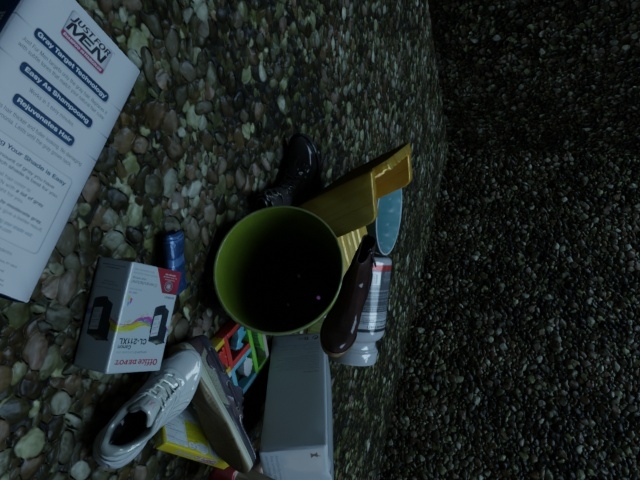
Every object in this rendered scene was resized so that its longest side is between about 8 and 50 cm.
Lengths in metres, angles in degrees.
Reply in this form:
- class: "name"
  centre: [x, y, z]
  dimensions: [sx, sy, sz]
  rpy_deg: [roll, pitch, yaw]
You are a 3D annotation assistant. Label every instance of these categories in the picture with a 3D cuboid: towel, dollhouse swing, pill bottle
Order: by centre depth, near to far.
- class: "towel"
  centre: [-0.271, 0.042, 0.913]
  dimensions: [0.067, 0.029, 0.119]
  rpy_deg: [-87, 179, -78]
- class: "dollhouse swing"
  centre: [0.145, -0.045, 1.349]
  dimensions: [0.305, 0.315, 0.347]
  rpy_deg: [62, 32, -8]
- class: "pill bottle"
  centre: [0.122, 0.225, 1.670]
  dimensions: [0.210, 0.210, 0.363]
  rpy_deg: [-2, 99, -66]

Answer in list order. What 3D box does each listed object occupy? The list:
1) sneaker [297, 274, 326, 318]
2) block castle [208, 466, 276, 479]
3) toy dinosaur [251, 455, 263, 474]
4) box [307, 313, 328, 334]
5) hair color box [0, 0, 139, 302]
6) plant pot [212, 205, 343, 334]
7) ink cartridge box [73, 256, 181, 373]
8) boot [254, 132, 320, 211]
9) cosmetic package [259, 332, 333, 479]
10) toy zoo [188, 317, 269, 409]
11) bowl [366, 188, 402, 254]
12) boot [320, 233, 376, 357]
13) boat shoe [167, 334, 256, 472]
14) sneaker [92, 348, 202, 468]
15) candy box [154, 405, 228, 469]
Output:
- class: "sneaker"
  centre: [-0.035, 0.148, 1.421]
  dimensions: [0.252, 0.103, 0.111]
  rpy_deg: [58, 46, -56]
- class: "block castle"
  centre: [-0.255, 0.667, 0.935]
  dimensions: [0.453, 0.212, 0.303]
  rpy_deg: [-41, 137, -54]
- class: "toy dinosaur"
  centre: [-0.123, 0.630, 1.343]
  dimensions: [0.295, 0.127, 0.200]
  rpy_deg: [31, 60, -52]
- class: "box"
  centre: [0.011, 0.225, 1.572]
  dimensions: [0.058, 0.087, 0.232]
  rpy_deg: [-9, 103, -68]
- class: "hair color box"
  centre: [-0.367, -0.122, 0.574]
  dimensions: [0.174, 0.105, 0.347]
  rpy_deg: [53, 49, -59]
- class: "plant pot"
  centre: [-0.071, 0.097, 1.142]
  dimensions: [0.293, 0.274, 0.275]
  rpy_deg: [66, 36, -72]
- class: "ink cartridge box"
  centre: [-0.313, 0.126, 0.810]
  dimensions: [0.127, 0.072, 0.175]
  rpy_deg: [28, 70, -66]
- class: "boot"
  centre: [-0.088, -0.129, 1.235]
  dimensions: [0.229, 0.091, 0.263]
  rpy_deg: [-34, 129, -61]
- class: "cosmetic package"
  centre: [-0.049, 0.437, 1.233]
  dimensions: [0.385, 0.156, 0.217]
  rpy_deg: [-88, 172, -63]
- class: "toy zoo"
  centre: [-0.213, 0.294, 1.140]
  dimensions: [0.293, 0.030, 0.192]
  rpy_deg: [-48, 138, -53]
- class: "bowl"
  centre: [0.175, -0.110, 1.754]
  dimensions: [0.311, 0.163, 0.312]
  rpy_deg: [7, 90, -67]
- class: "boot"
  centre: [0.067, 0.126, 1.150]
  dimensions: [0.248, 0.090, 0.207]
  rpy_deg: [-62, 164, -47]
- class: "boat shoe"
  centre: [-0.196, 0.318, 0.971]
  dimensions: [0.092, 0.103, 0.285]
  rpy_deg: [-30, 90, -47]
- class: "sneaker"
  centre: [-0.277, 0.276, 0.824]
  dimensions: [0.232, 0.090, 0.115]
  rpy_deg: [-53, -177, -34]
- class: "candy box"
  centre: [-0.253, 0.380, 0.966]
  dimensions: [0.206, 0.027, 0.105]
  rpy_deg: [50, 6, -47]
